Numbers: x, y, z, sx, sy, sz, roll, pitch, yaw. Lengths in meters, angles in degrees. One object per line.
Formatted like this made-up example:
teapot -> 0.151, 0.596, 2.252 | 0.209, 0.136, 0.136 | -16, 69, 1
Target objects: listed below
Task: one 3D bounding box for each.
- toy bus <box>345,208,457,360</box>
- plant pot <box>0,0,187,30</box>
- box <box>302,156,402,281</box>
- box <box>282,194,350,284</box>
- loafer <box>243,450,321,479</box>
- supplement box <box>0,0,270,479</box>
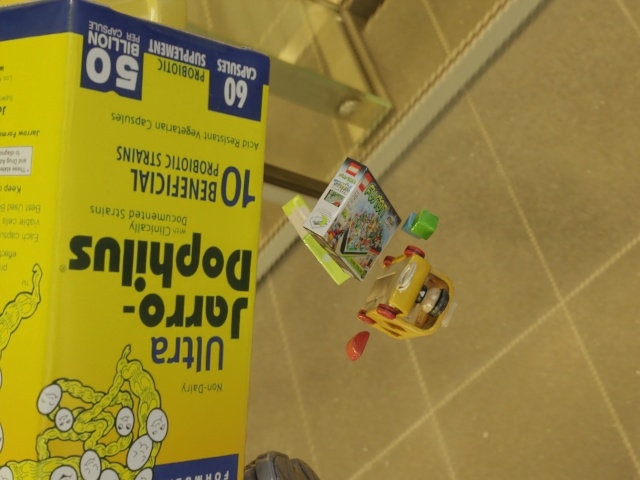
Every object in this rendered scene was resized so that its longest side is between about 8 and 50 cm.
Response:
toy bus -> 0.127, 0.078, 1.413 | 0.191, 0.104, 0.202 | -57, 9, 32
plant pot -> -0.386, -0.375, 1.709 | 0.254, 0.239, 0.253 | 14, 117, 29
box -> 0.048, -0.025, 1.478 | 0.036, 0.207, 0.114 | 30, 83, 25
box -> 0.000, 0.000, 1.730 | 0.042, 0.109, 0.178 | -38, 25, 2
loafer -> -0.055, 0.343, 1.376 | 0.095, 0.302, 0.109 | -22, 62, 6
supplement box -> -0.180, 0.023, 0.788 | 0.195, 0.194, 0.356 | 2, 88, 39
